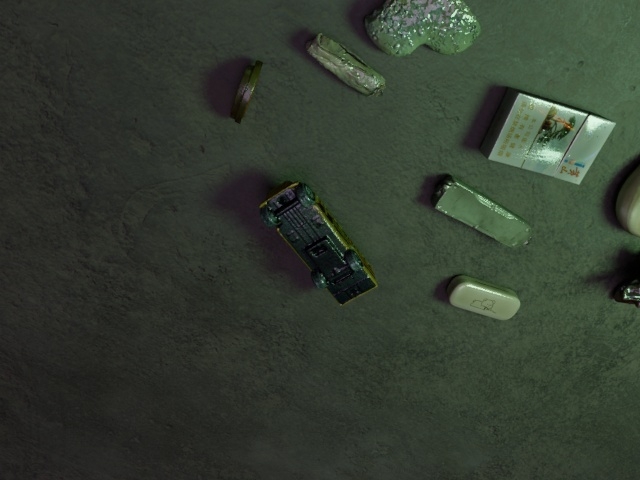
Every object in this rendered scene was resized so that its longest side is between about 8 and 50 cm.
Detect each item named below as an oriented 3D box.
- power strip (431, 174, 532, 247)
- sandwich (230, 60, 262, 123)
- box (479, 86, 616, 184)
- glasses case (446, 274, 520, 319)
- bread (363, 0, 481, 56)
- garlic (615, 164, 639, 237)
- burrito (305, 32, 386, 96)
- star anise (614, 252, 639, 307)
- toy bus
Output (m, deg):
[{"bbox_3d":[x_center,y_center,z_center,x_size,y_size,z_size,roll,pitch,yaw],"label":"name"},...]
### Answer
[{"bbox_3d":[0.387,-0.062,1.191,0.285,0.048,0.080,25,119,-17],"label":"power strip"},{"bbox_3d":[-0.152,-0.297,1.016,0.029,0.067,0.135,22,118,-10],"label":"sandwich"},{"bbox_3d":[0.485,-0.223,1.087,0.233,0.067,0.150,13,120,-10],"label":"box"},{"bbox_3d":[0.426,0.150,1.321,0.196,0.050,0.083,16,121,-12],"label":"glasses case"},{"bbox_3d":[0.201,-0.433,0.951,0.231,0.064,0.173,0,123,-4],"label":"bread"},{"bbox_3d":[0.800,-0.096,1.156,0.217,0.110,0.228,-21,120,14],"label":"garlic"},{"bbox_3d":[0.057,-0.347,1.009,0.188,0.045,0.058,30,141,-21],"label":"burrito"},{"bbox_3d":[0.864,0.088,1.264,0.282,0.129,0.213,-13,127,-4],"label":"star anise"},{"bbox_3d":[0.000,0.000,1.170,0.121,0.123,0.336,-30,118,17],"label":"toy bus"}]
